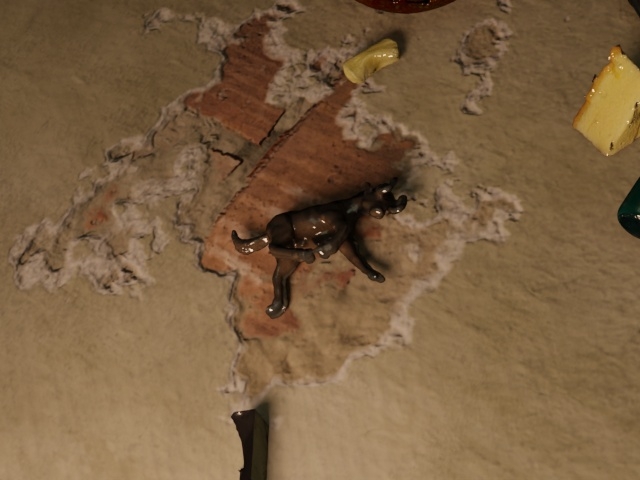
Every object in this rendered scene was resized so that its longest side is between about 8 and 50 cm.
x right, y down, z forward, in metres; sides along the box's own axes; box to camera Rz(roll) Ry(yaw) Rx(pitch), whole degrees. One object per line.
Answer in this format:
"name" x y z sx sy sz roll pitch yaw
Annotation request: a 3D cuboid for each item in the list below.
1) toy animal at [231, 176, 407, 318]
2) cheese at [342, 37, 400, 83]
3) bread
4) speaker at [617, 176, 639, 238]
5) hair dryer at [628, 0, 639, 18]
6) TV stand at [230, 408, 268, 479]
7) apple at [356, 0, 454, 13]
"toy animal" 0.000 0.000 1.657 0.233 0.084 0.148 -19 35 16
"cheese" 0.071 -0.244 1.814 0.083 0.030 0.044 -32 45 -9
"bread" 0.355 -0.167 1.605 0.080 0.109 0.084 -31 56 -5
"speaker" 0.396 -0.034 1.524 0.094 0.060 0.075 25 70 32
"hair dryer" 0.428 -0.423 1.630 0.116 0.302 0.244 -13 52 -8
"TV stand" -0.084 0.314 1.480 0.040 0.049 0.256 -10 55 16
"apple" 0.116 -0.521 1.830 0.374 0.374 0.384 51 123 38
